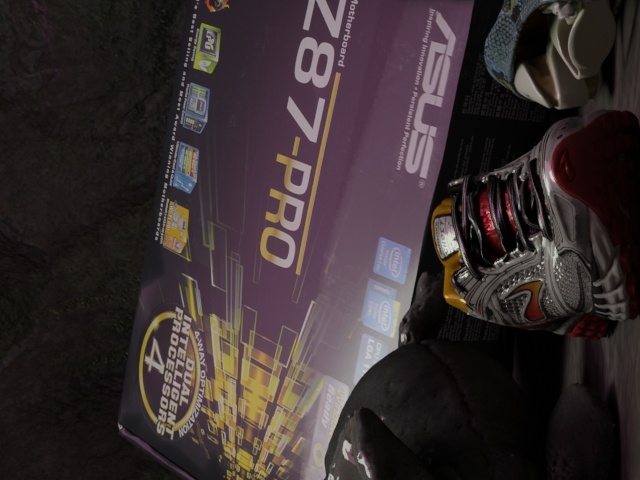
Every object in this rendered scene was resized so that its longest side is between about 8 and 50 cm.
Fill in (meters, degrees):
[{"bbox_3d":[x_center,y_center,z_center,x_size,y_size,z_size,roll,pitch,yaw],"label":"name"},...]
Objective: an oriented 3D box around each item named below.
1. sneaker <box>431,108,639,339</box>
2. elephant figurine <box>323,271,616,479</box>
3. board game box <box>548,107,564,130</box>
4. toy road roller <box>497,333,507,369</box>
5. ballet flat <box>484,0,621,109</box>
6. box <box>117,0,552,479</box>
[{"bbox_3d":[0.099,0.002,0.794,0.225,0.092,0.088,89,-177,-73],"label":"sneaker"},{"bbox_3d":[0.083,0.141,0.856,0.169,0.186,0.239,-45,7,-6],"label":"elephant figurine"},{"bbox_3d":[0.146,-0.074,1.236,0.281,0.027,0.145,-85,-3,-69],"label":"board game box"},{"bbox_3d":[0.021,0.020,1.366,0.329,0.240,0.202,68,-164,-74],"label":"toy road roller"},{"bbox_3d":[0.122,-0.102,0.870,0.188,0.070,0.070,79,-167,-69],"label":"ballet flat"},{"bbox_3d":[0.000,0.000,1.174,0.318,0.097,0.395,24,107,49],"label":"box"}]
